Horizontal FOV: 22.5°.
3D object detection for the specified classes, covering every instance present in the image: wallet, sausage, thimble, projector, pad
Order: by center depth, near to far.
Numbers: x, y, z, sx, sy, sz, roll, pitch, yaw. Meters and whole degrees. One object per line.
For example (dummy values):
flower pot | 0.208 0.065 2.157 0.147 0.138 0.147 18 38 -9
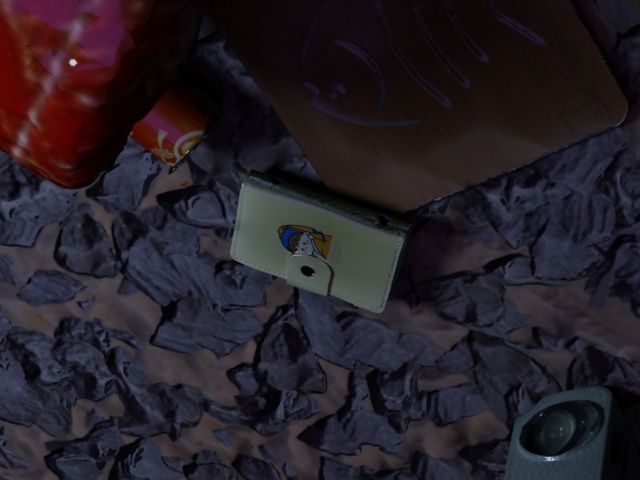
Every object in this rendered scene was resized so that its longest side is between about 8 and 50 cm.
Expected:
thimble | -0.184 -0.220 1.171 0.231 0.350 0.350 32 126 -5
pad | 0.074 -0.162 1.344 0.284 0.018 0.286 -22 116 27
sausage | -0.207 -0.164 1.389 0.264 0.083 0.083 37 125 -10
wallet | 0.000 0.000 1.461 0.155 0.039 0.110 20 134 7
projector | 0.239 0.286 1.469 0.108 0.250 0.198 -13 120 24

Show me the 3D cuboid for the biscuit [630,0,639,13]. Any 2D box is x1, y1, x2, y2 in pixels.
biscuit | 0.439 -0.202 1.187 0.394 0.076 0.368 33 126 -5
